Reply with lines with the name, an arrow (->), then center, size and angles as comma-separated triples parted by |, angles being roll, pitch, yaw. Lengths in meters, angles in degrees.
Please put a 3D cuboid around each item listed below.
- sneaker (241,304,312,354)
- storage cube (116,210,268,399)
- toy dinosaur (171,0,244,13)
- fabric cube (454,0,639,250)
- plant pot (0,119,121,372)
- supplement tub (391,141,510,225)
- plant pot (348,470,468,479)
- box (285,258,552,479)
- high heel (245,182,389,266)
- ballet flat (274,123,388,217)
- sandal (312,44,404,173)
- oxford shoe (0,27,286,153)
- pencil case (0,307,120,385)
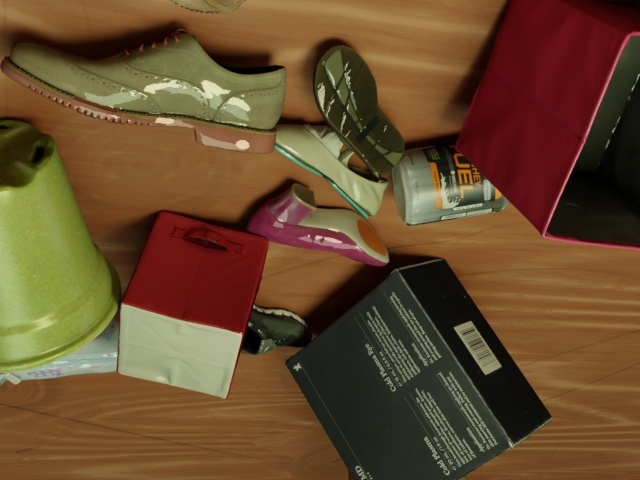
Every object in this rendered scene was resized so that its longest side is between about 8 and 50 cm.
sneaker -> -0.105, 0.170, 1.476 | 0.078, 0.106, 0.234 | -37, 135, 28
storage cube -> -0.198, 0.104, 1.270 | 0.184, 0.193, 0.215 | 15, 135, -3
toy dinosaur -> -0.084, -0.318, 0.898 | 0.296, 0.127, 0.200 | -30, 144, 29
fabric cube -> 0.368, -0.160, 1.039 | 0.254, 0.258, 0.259 | 6, 118, -20
plant pot -> -0.423, -0.011, 1.090 | 0.276, 0.276, 0.253 | -5, 128, -8
supplement tub -> 0.211, -0.092, 1.239 | 0.191, 0.117, 0.117 | -10, 140, -4
plant pot -> 0.164, 0.440, 1.736 | 0.257, 0.274, 0.256 | -7, 141, -6
box -> 0.164, 0.261, 1.447 | 0.312, 0.343, 0.179 | -42, 161, 31
high heel -> 0.000, 0.000, 1.322 | 0.117, 0.082, 0.244 | -36, 136, 29
ballet flat -> 0.018, -0.121, 1.198 | 0.086, 0.086, 0.248 | -32, 138, 23
sandal -> 0.048, -0.180, 1.136 | 0.090, 0.060, 0.219 | -47, 134, -4
oxford shoe -> -0.210, -0.209, 1.022 | 0.349, 0.123, 0.130 | 10, 109, -23
pencil case -> -0.433, 0.180, 1.392 | 0.273, 0.124, 0.113 | -6, 100, -10
